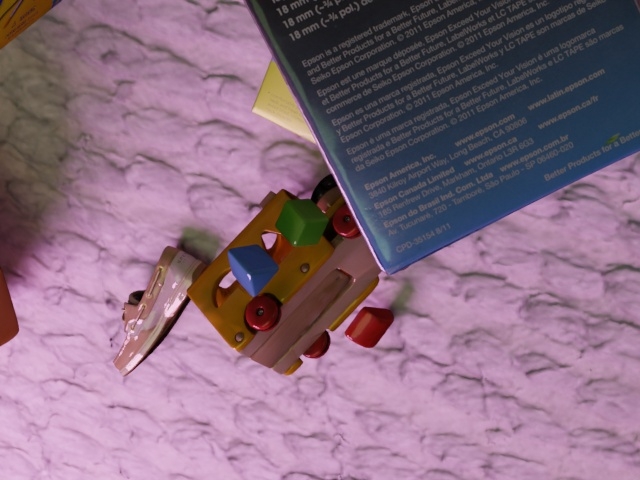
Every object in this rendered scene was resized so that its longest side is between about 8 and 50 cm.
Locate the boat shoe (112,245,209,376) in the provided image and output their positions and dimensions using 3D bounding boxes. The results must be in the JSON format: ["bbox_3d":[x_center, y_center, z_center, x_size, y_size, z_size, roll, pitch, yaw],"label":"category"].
[{"bbox_3d":[-0.146,0.059,1.646,0.045,0.050,0.135,37,115,3],"label":"boat shoe"}]

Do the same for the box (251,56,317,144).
[{"bbox_3d":[0.027,-0.152,1.455,0.109,0.042,0.178,27,125,6],"label":"box"}]

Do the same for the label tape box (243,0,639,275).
[{"bbox_3d":[0.075,-0.179,1.325,0.241,0.106,0.333,-26,108,3],"label":"label tape box"}]

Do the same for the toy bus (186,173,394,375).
[{"bbox_3d":[-0.011,0.007,1.518,0.104,0.202,0.191,47,142,32],"label":"toy bus"}]

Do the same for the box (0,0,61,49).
[{"bbox_3d":[-0.298,-0.270,1.372,0.177,0.290,0.279,25,125,8],"label":"box"}]

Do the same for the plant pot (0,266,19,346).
[{"bbox_3d":[-0.415,0.010,1.606,0.291,0.291,0.203,-6,99,26],"label":"plant pot"}]
